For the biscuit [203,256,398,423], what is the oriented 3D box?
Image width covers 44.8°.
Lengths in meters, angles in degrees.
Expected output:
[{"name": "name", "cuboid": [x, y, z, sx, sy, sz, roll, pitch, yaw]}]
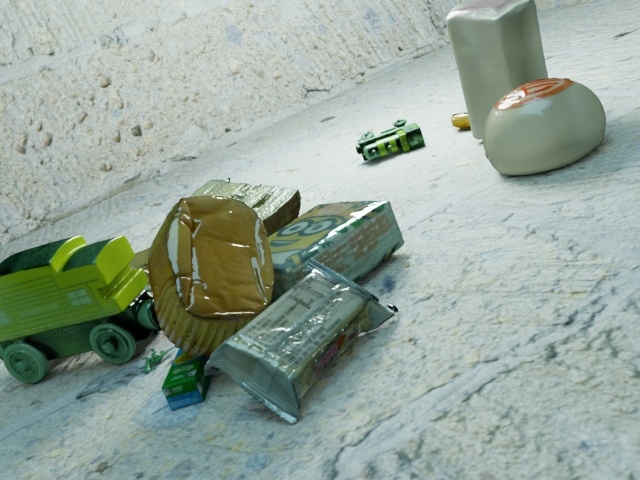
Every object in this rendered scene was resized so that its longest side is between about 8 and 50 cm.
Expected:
[{"name": "biscuit", "cuboid": [-0.023, 0.149, 1.250, 0.186, 0.079, 0.309, 26, 40, 21]}]

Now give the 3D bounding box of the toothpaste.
[{"name": "toothpaste", "cuboid": [-0.222, 0.209, 1.414, 0.065, 0.050, 0.267, -16, 19, 9]}]

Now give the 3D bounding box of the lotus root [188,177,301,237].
[{"name": "lotus root", "cuboid": [-0.215, -0.033, 1.963, 0.267, 0.149, 0.260, 7, 33, 22]}]

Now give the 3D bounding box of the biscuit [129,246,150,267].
[{"name": "biscuit", "cuboid": [-0.503, 0.061, 2.193, 0.254, 0.029, 0.172, -22, 19, -1]}]

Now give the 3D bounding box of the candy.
[{"name": "candy", "cuboid": [0.465, -0.442, 2.015, 0.145, 0.359, 0.208, -32, 27, -28]}]

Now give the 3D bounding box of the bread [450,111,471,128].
[{"name": "bread", "cuboid": [0.438, -0.354, 2.282, 0.106, 0.053, 0.072, -1, 3, 41]}]

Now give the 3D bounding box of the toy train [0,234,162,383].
[{"name": "toy train", "cuboid": [-0.537, 0.136, 1.629, 0.442, 0.272, 0.179, -14, 22, 22]}]

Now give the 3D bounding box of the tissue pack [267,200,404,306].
[{"name": "tissue pack", "cuboid": [-0.015, 0.033, 1.556, 0.228, 0.128, 0.311, -1, 28, 48]}]

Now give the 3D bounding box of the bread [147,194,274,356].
[{"name": "bread", "cuboid": [-0.199, 0.067, 1.394, 0.204, 0.156, 0.288, -2, 53, -27]}]

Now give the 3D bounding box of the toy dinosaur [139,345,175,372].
[{"name": "toy dinosaur", "cuboid": [-0.317, 0.229, 1.513, 0.083, 0.021, 0.062, -24, 25, 6]}]

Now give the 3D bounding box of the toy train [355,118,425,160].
[{"name": "toy train", "cuboid": [0.206, -0.298, 2.334, 0.200, 0.083, 0.132, -22, 21, 1]}]

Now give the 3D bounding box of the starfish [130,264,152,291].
[{"name": "starfish", "cuboid": [-0.545, 0.120, 1.898, 0.432, 0.082, 0.324, -16, 5, 9]}]

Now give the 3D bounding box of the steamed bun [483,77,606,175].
[{"name": "steamed bun", "cuboid": [0.503, -0.276, 1.779, 0.283, 0.177, 0.283, -20, 17, 7]}]
